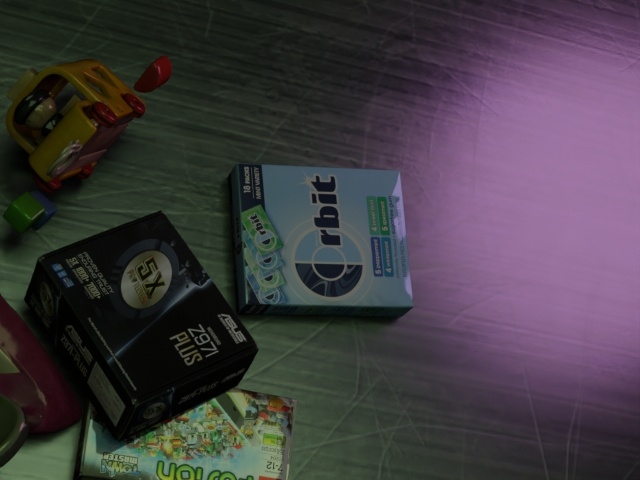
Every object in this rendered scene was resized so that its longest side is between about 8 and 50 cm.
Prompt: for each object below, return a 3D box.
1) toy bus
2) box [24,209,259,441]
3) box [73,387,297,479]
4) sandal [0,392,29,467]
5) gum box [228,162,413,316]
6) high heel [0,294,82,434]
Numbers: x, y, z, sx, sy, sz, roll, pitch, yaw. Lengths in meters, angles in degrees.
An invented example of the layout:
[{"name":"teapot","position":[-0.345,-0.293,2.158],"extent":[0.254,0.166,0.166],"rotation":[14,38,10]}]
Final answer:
[{"name":"toy bus","position":[-0.253,-0.121,1.529],"extent":[0.104,0.202,0.191],"rotation":[43,58,0]},{"name":"box","position":[-0.174,0.080,1.514],"extent":[0.147,0.077,0.180],"rotation":[-22,66,-35]},{"name":"box","position":[-0.131,0.196,1.542],"extent":[0.207,0.036,0.114],"rotation":[11,68,-15]},{"name":"sandal","position":[-0.400,0.127,1.392],"extent":[0.302,0.086,0.120],"rotation":[25,55,16]},{"name":"gum box","position":[0.000,0.000,1.657],"extent":[0.184,0.041,0.157],"rotation":[2,70,-18]},{"name":"high heel","position":[-0.313,0.077,1.517],"extent":[0.117,0.082,0.244],"rotation":[8,44,-55]}]
